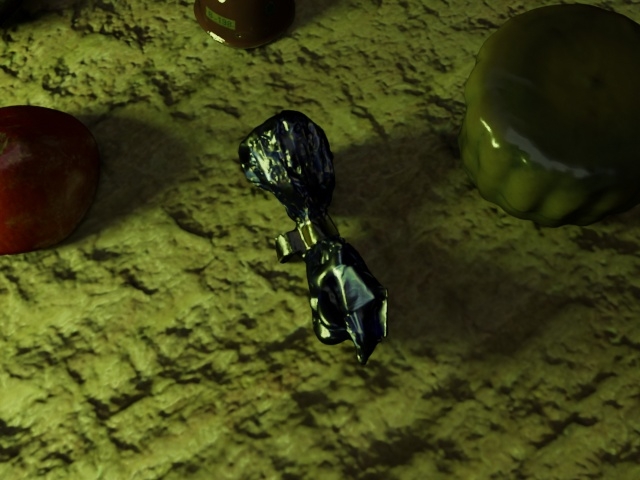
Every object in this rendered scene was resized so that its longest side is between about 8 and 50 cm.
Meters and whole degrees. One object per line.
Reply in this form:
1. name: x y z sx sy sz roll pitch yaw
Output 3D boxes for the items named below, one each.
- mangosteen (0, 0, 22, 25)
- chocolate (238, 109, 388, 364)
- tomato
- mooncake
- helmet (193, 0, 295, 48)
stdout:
1. mangosteen: -0.606 -0.456 1.026 0.300 0.300 0.301 -1 66 3
2. chocolate: 0.000 0.003 0.886 0.148 0.126 0.344 -35 65 31
3. tomato: -0.422 -0.103 0.938 0.200 0.140 0.233 15 67 3
4. mooncake: 0.326 -0.156 0.906 0.290 0.161 0.291 0 66 1
5. helmet: -0.130 -0.402 1.074 0.175 0.106 0.155 37 73 22
